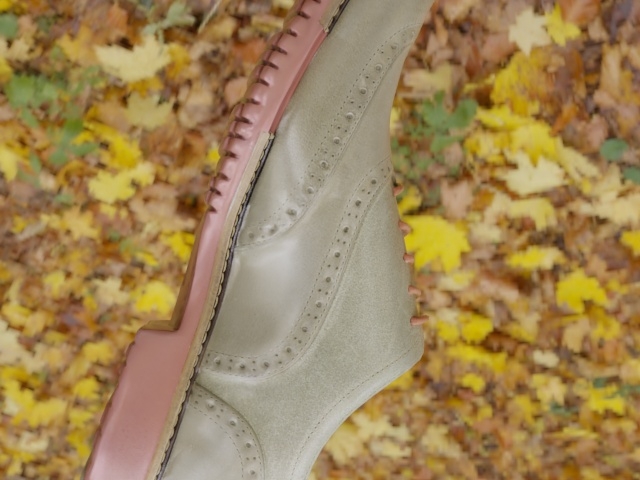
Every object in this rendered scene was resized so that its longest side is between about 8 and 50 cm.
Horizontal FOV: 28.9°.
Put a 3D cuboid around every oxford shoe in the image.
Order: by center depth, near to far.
[{"bbox_3d":[0.000,0.000,0.691,0.146,0.140,0.397,23,96,-4],"label":"oxford shoe"}]
